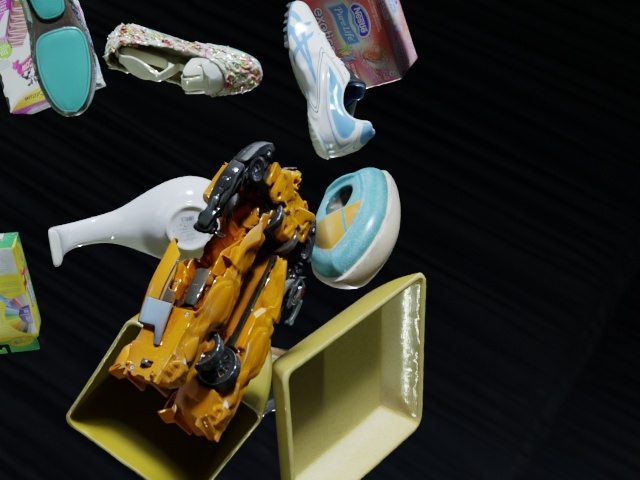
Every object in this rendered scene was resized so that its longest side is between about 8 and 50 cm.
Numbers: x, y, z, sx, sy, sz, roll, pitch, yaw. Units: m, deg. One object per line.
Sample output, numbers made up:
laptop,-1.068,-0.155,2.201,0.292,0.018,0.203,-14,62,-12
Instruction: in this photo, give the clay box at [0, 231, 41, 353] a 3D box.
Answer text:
clay box,-0.559,0.095,1.593,0.053,0.127,0.222,-101,-172,-55

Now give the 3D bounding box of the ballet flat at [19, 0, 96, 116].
ballet flat,-0.282,-0.226,0.998,0.070,0.070,0.189,-24,105,-58

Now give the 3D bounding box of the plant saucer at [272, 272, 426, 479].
plant saucer,0.037,0.242,1.488,0.332,0.081,0.333,-31,132,-38

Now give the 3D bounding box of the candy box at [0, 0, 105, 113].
candy box,-0.482,-0.350,1.591,0.071,0.159,0.234,-24,96,-74

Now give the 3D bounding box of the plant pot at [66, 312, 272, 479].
plant pot,-0.187,0.196,1.306,0.212,0.212,0.187,-53,-178,28

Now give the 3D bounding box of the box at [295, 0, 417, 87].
box,0.056,-0.441,1.737,0.300,0.154,0.142,68,28,-20

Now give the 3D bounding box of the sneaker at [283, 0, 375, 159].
sneaker,0.008,-0.210,1.193,0.086,0.237,0.085,-18,154,3

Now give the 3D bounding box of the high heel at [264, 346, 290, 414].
high heel,-0.067,0.192,1.739,0.186,0.093,0.261,-26,125,-13

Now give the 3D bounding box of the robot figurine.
robot figurine,-0.095,0.041,0.952,0.291,0.085,0.211,-66,149,-27

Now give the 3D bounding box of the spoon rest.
spoon rest,-0.264,-0.020,1.397,0.276,0.084,0.137,-9,106,-16

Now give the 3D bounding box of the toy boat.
toy boat,0.000,0.000,1.697,0.318,0.148,0.268,-33,-150,28

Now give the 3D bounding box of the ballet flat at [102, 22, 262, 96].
ballet flat,-0.206,-0.249,1.356,0.077,0.240,0.091,-64,164,-45
